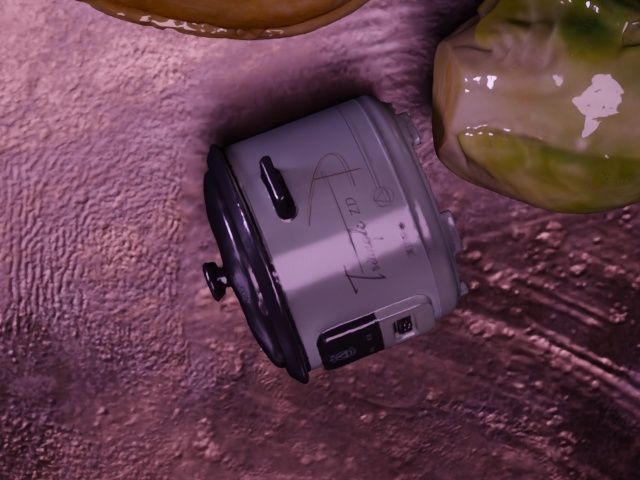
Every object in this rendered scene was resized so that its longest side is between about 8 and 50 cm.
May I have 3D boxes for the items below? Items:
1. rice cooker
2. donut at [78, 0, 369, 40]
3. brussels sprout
[{"bbox_3d":[0.000,0.000,1.734,0.227,0.241,0.280,-21,154,-4],"label":"rice cooker"},{"bbox_3d":[-0.085,-0.381,1.599,0.449,0.198,0.448,-3,111,-8],"label":"donut"},{"bbox_3d":[0.245,-0.151,1.701,0.294,0.259,0.227,-9,118,-5],"label":"brussels sprout"}]
